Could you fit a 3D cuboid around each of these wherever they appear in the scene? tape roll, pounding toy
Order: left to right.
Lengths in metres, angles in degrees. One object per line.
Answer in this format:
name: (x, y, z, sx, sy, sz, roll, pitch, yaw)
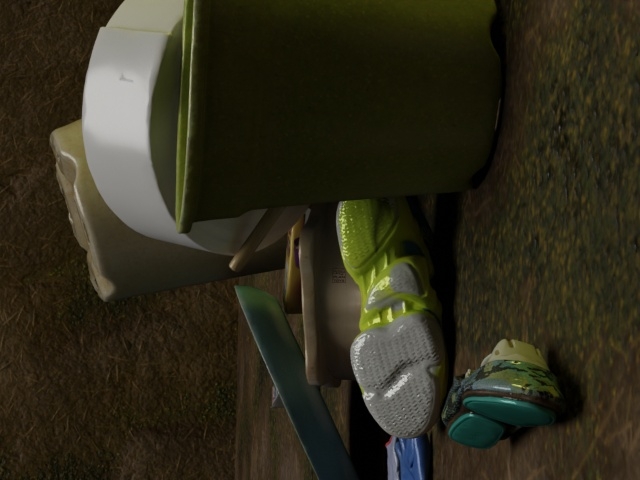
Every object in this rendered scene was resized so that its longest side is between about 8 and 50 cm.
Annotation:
tape roll: (-0.105, -0.131, 1.425, 0.100, 0.286, 0.286, 13, 104, 39)
pounding toy: (0.001, 0.026, 1.454, 0.154, 0.155, 0.269, -40, -52, -72)

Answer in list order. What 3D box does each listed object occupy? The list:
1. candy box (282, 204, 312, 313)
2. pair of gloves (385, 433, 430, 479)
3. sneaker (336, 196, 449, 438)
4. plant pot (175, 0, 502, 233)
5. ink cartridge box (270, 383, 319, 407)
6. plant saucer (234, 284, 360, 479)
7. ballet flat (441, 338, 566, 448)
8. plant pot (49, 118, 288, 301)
candy box: (0.017, -0.007, 1.615, 0.053, 0.109, 0.186, -112, 25, -72)
pair of gloves: (0.080, 0.256, 1.393, 0.198, 0.023, 0.159, 111, 160, -64)
sneaker: (0.083, 0.058, 1.308, 0.126, 0.091, 0.240, -15, -81, -67)
plant pot: (0.011, -0.137, 1.187, 0.276, 0.254, 0.276, -177, 90, -83)
ink cartridge box: (-0.041, 0.230, 2.113, 0.115, 0.063, 0.029, 118, 152, -72)
plant saucer: (-0.018, 0.189, 1.642, 0.317, 0.044, 0.317, 155, 90, -87)
ballet flat: (0.127, 0.101, 0.983, 0.188, 0.070, 0.070, 130, 142, -71)
plant pot: (-0.160, -0.073, 1.741, 0.334, 0.306, 0.333, 162, 90, -76)
